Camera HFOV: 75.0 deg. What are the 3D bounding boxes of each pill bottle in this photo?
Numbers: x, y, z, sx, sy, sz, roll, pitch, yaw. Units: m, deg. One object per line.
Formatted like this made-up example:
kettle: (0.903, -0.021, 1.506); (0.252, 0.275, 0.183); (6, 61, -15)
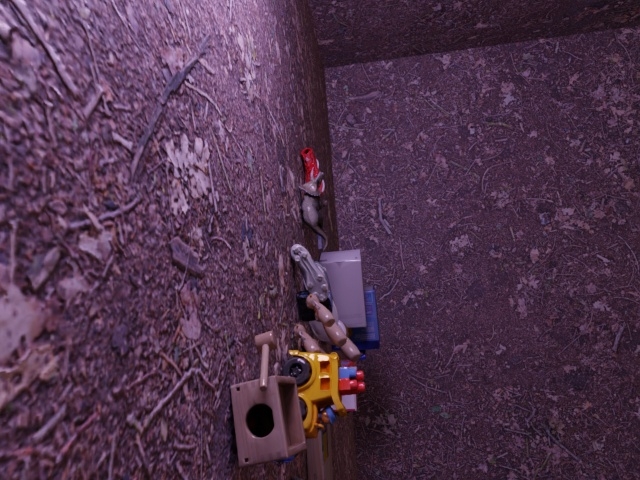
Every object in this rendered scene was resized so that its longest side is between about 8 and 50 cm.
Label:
pill bottle: (0.067, 0.432, 1.962); (0.215, 0.117, 0.117); (62, 24, -74)

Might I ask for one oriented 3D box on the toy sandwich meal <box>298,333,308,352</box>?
toy sandwich meal: (-0.052, 0.346, 1.363); (0.085, 0.029, 0.085); (-5, 90, -84)

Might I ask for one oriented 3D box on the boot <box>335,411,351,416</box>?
boot: (0.077, 0.679, 1.931); (0.236, 0.085, 0.178); (-130, -150, -73)

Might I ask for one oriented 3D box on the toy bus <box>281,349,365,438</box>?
toy bus: (0.011, 0.404, 1.091); (0.149, 0.212, 0.220); (78, 11, -56)

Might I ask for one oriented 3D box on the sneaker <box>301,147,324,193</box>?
sneaker: (-0.047, -0.301, 1.783); (0.128, 0.087, 0.221); (59, 13, -57)

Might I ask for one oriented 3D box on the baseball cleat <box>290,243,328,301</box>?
baseball cleat: (-0.029, 0.100, 1.375); (0.109, 0.072, 0.205); (-52, 117, -83)

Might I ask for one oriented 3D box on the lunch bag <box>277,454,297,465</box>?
lunch bag: (-0.082, 0.419, 0.877); (0.065, 0.067, 0.098); (67, 20, -68)

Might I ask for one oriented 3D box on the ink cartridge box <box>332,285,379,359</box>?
ink cartridge box: (0.193, 0.469, 2.358); (0.151, 0.270, 0.395); (-38, 123, -80)

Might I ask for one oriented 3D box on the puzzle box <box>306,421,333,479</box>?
puzzle box: (0.001, 0.775, 1.407); (0.272, 0.052, 0.408); (64, 21, -71)

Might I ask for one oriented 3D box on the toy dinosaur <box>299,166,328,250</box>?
toy dinosaur: (-0.034, -0.112, 1.657); (0.160, 0.121, 0.313); (37, 52, -65)

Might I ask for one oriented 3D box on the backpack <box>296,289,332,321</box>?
backpack: (-0.016, 0.213, 1.414); (0.084, 0.115, 0.104); (-76, 159, -71)

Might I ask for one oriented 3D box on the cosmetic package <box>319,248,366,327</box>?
cosmetic package: (0.119, 0.251, 2.148); (0.156, 0.217, 0.384); (-75, 162, -70)

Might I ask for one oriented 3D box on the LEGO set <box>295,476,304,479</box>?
LEGO set: (-0.058, 0.711, 1.067); (0.244, 0.060, 0.182); (78, -3, -55)

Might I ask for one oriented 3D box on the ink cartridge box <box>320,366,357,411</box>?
ink cartridge box: (0.038, 0.497, 1.405); (0.237, 0.172, 0.100); (46, 40, -80)

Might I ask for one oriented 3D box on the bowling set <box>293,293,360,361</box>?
bowling set: (-0.023, 0.305, 1.279); (0.154, 0.200, 0.287); (44, -14, 48)

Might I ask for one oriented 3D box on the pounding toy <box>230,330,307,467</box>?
pounding toy: (-0.107, 0.268, 0.720); (0.181, 0.094, 0.205); (56, 20, -67)

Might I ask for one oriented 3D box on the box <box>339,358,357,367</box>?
box: (0.071, 0.568, 1.709); (0.257, 0.123, 0.128); (24, 60, -71)

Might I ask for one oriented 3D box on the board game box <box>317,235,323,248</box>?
board game box: (0.000, 0.000, 2.139); (0.090, 0.020, 0.089); (29, 57, -82)

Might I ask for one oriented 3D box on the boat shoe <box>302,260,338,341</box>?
boat shoe: (0.006, 0.231, 1.604); (0.099, 0.116, 0.319); (-63, 142, -71)
